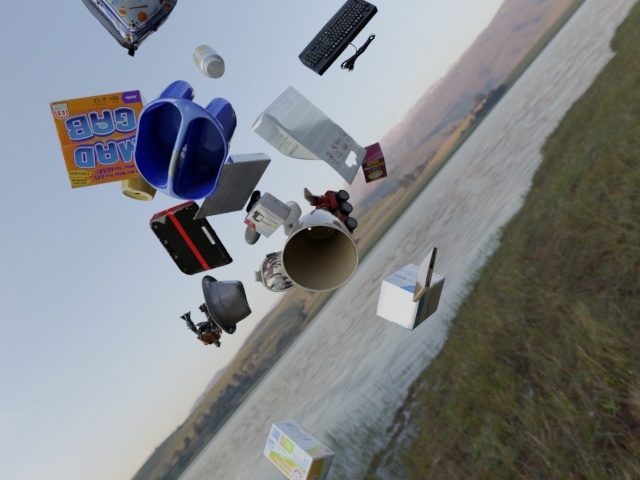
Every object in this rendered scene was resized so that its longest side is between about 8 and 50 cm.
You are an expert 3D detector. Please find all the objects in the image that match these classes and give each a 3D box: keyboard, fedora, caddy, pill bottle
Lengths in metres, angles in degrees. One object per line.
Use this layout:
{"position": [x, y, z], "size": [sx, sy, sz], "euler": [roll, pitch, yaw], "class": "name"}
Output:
{"position": [0.084, -0.696, 1.756], "size": [0.317, 0.201, 0.033], "euler": [-51, -18, -5], "class": "keyboard"}
{"position": [-0.349, 0.235, 1.992], "size": [0.124, 0.243, 0.275], "euler": [-21, -32, 1], "class": "fedora"}
{"position": [-0.370, -0.257, 1.381], "size": [0.341, 0.241, 0.179], "euler": [121, 167, -45], "class": "caddy"}
{"position": [-0.448, -0.719, 2.062], "size": [0.103, 0.184, 0.103], "euler": [-15, -51, -19], "class": "pill bottle"}

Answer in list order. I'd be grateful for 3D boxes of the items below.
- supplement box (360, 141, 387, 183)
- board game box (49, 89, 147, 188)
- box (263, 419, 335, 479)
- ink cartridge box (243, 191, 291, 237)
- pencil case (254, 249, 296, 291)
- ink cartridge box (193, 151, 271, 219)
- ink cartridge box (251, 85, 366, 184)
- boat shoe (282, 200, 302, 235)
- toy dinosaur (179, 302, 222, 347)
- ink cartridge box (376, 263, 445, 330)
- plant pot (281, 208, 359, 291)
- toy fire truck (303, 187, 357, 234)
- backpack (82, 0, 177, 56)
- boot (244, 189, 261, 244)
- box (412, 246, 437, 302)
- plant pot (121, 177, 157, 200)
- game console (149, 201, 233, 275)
{"position": [0.222, -0.332, 2.195], "size": [0.104, 0.080, 0.188], "euler": [-19, -21, 5], "class": "supplement box"}
{"position": [-0.929, -0.444, 2.268], "size": [0.357, 0.356, 0.356], "euler": [-13, 11, -12], "class": "board game box"}
{"position": [-0.070, 0.675, 1.612], "size": [0.103, 0.203, 0.114], "euler": [12, -83, -45], "class": "box"}
{"position": [-0.218, -0.102, 2.070], "size": [0.175, 0.127, 0.072], "euler": [-40, 20, 52], "class": "ink cartridge box"}
{"position": [-0.164, 0.121, 2.113], "size": [0.410, 0.184, 0.159], "euler": [156, 119, -88], "class": "pencil case"}
{"position": [-0.412, -0.252, 2.316], "size": [0.330, 0.071, 0.324], "euler": [-16, -32, -55], "class": "ink cartridge box"}
{"position": [-0.027, -0.362, 1.832], "size": [0.091, 0.385, 0.308], "euler": [-44, 12, 34], "class": "ink cartridge box"}
{"position": [-0.154, -0.131, 2.535], "size": [0.108, 0.102, 0.301], "euler": [-16, -24, -7], "class": "boat shoe"}
{"position": [-0.513, 0.398, 2.326], "size": [0.164, 0.218, 0.322], "euler": [-31, 3, -22], "class": "toy dinosaur"}
{"position": [0.432, 0.263, 2.429], "size": [0.270, 0.198, 0.197], "euler": [-22, -53, -48], "class": "ink cartridge box"}
{"position": [0.000, 0.000, 1.795], "size": [0.256, 0.256, 0.274], "euler": [-52, 16, 22], "class": "plant pot"}
{"position": [0.017, -0.121, 2.118], "size": [0.246, 0.217, 0.158], "euler": [3, -31, -30], "class": "toy fire truck"}
{"position": [-0.605, -0.795, 1.648], "size": [0.263, 0.276, 0.213], "euler": [-49, 29, -17], "class": "backpack"}
{"position": [-0.335, -0.114, 2.488], "size": [0.161, 0.083, 0.246], "euler": [57, -133, -68], "class": "boot"}
{"position": [0.397, 0.134, 1.940], "size": [0.201, 0.021, 0.164], "euler": [98, -172, -67], "class": "box"}
{"position": [-0.924, -0.344, 2.636], "size": [0.254, 0.254, 0.239], "euler": [113, 163, -74], "class": "plant pot"}
{"position": [-0.667, -0.003, 2.611], "size": [0.342, 0.386, 0.060], "euler": [-17, 26, 27], "class": "game console"}
